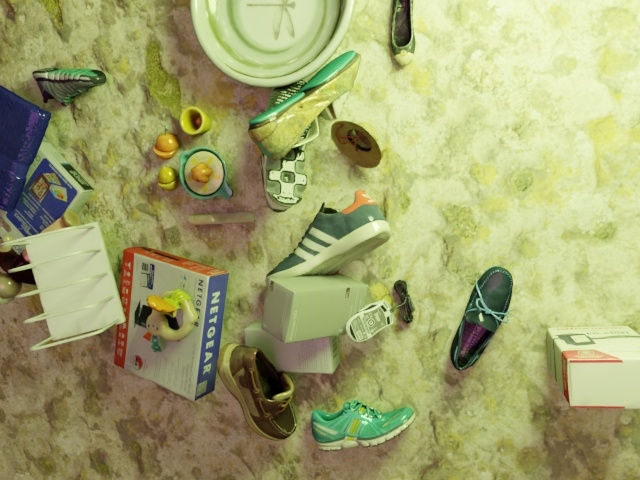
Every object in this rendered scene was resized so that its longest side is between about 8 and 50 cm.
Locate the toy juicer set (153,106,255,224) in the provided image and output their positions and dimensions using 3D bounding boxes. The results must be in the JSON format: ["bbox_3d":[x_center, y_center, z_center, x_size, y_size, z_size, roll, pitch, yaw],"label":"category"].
[{"bbox_3d":[-0.329,-0.157,1.274,0.209,0.089,0.329,-23,91,17],"label":"toy juicer set"}]

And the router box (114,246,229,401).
[{"bbox_3d":[-0.403,0.210,1.313,0.301,0.082,0.335,13,100,27],"label":"router box"}]

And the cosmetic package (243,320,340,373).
[{"bbox_3d":[-0.072,0.270,1.264,0.231,0.085,0.117,-1,98,18],"label":"cosmetic package"}]

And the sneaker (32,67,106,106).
[{"bbox_3d":[-0.675,-0.417,1.353,0.223,0.083,0.098,9,121,18],"label":"sneaker"}]

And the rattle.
[{"bbox_3d":[-0.403,0.210,1.191,0.199,0.143,0.130,-34,93,20],"label":"rattle"}]

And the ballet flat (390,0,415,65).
[{"bbox_3d":[0.183,-0.485,1.112,0.057,0.049,0.173,-2,97,16],"label":"ballet flat"}]

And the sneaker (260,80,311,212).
[{"bbox_3d":[-0.093,-0.226,1.187,0.122,0.146,0.331,12,75,-17],"label":"sneaker"}]

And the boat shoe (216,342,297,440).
[{"bbox_3d":[-0.121,0.377,1.210,0.123,0.123,0.342,-10,123,24],"label":"boat shoe"}]

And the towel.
[{"bbox_3d":[-0.880,-0.261,1.358,0.227,0.076,0.308,30,102,4],"label":"towel"}]

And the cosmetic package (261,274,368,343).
[{"bbox_3d":[-0.011,0.153,1.148,0.107,0.238,0.127,20,106,43],"label":"cosmetic package"}]

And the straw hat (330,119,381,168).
[{"bbox_3d":[0.099,-0.243,1.157,0.144,0.144,0.061,37,65,8],"label":"straw hat"}]

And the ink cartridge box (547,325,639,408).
[{"bbox_3d":[0.573,0.250,1.007,0.172,0.237,0.100,-4,93,16],"label":"ink cartridge box"}]

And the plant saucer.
[{"bbox_3d":[-0.106,-0.555,1.154,0.400,0.100,0.401,2,96,15],"label":"plant saucer"}]

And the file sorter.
[{"bbox_3d":[-0.643,0.109,1.234,0.192,0.173,0.278,-14,93,-4],"label":"file sorter"}]

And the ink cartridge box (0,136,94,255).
[{"bbox_3d":[-0.849,-0.138,1.431,0.303,0.072,0.307,45,108,4],"label":"ink cartridge box"}]

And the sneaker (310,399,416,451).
[{"bbox_3d":[0.100,0.453,1.235,0.275,0.107,0.110,-16,83,16],"label":"sneaker"}]

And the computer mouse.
[{"bbox_3d":[0.137,0.177,1.177,0.193,0.042,0.106,-23,98,-21],"label":"computer mouse"}]

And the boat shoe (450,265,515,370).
[{"bbox_3d":[0.377,0.187,1.127,0.109,0.089,0.258,17,101,12],"label":"boat shoe"}]

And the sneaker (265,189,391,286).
[{"bbox_3d":[0.000,0.000,1.201,0.350,0.131,0.148,-29,68,22],"label":"sneaker"}]

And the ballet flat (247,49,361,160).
[{"bbox_3d":[-0.016,-0.298,1.106,0.123,0.123,0.348,42,63,6],"label":"ballet flat"}]

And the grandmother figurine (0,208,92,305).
[{"bbox_3d":[-0.797,0.056,1.375,0.342,0.104,0.208,-39,126,6],"label":"grandmother figurine"}]
